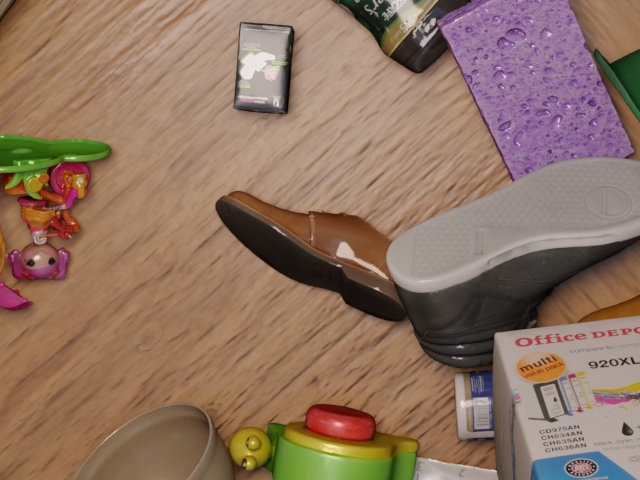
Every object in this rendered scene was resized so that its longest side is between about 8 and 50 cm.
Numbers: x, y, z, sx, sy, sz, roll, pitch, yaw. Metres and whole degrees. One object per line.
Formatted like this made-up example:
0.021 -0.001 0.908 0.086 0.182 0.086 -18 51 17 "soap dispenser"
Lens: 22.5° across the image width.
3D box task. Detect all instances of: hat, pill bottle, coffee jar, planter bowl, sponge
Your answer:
0.363 -0.160 1.440 0.183 0.173 0.208 -36 65 13 "hat"
0.189 0.156 1.543 0.120 0.067 0.067 -3 93 3 "pill bottle"
0.054 -0.246 1.518 0.184 0.079 0.096 41 95 -1 "coffee jar"
-0.144 0.249 1.532 0.162 0.162 0.109 -33 118 4 "planter bowl"
0.203 -0.142 1.502 0.117 0.031 0.210 -28 115 3 "sponge"

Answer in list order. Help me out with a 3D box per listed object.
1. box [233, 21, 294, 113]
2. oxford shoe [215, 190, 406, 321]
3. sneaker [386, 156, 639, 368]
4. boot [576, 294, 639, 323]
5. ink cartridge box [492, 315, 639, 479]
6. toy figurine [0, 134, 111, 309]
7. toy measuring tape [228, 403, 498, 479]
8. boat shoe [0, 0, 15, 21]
-0.054 -0.164 1.537 0.052 0.062 0.083 5 93 1 "box"
0.000 0.000 1.552 0.212 0.076 0.076 27 64 3 "oxford shoe"
0.205 0.023 1.516 0.296 0.104 0.147 -19 136 -10 "sneaker"
0.378 -0.004 1.522 0.295 0.104 0.211 -6 79 13 "boot"
0.251 0.201 1.395 0.171 0.232 0.168 -6 123 -2 "ink cartridge box"
-0.288 -0.012 1.551 0.173 0.130 0.159 -5 108 -21 "toy figurine"
0.073 0.227 1.531 0.330 0.121 0.121 11 94 2 "toy measuring tape"
-0.370 -0.194 1.519 0.132 0.130 0.355 42 89 -4 "boat shoe"
